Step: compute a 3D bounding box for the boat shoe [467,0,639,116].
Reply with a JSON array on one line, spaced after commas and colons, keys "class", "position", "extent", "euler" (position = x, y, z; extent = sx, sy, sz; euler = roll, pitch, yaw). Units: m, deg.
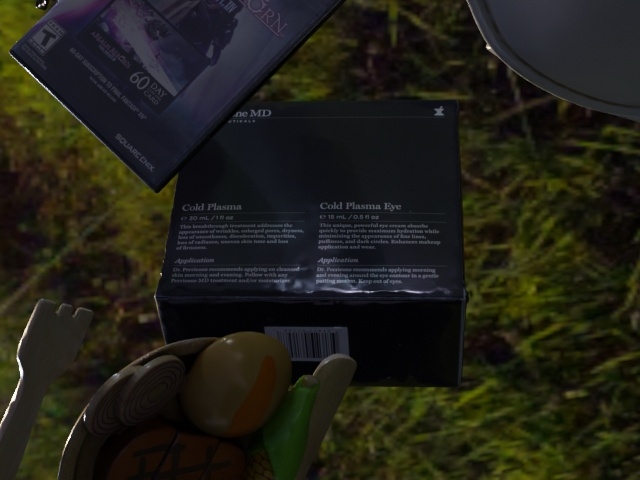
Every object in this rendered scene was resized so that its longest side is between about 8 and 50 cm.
[{"class": "boat shoe", "position": [0.076, -0.148, 0.542], "extent": [0.095, 0.254, 0.079], "euler": [-42, 28, 36]}]

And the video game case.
[{"class": "video game case", "position": [-0.130, -0.209, 1.181], "extent": [0.196, 0.274, 0.026], "euler": [43, 176, 7]}]

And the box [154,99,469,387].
[{"class": "box", "position": [0.000, 0.000, 1.491], "extent": [0.179, 0.343, 0.312], "euler": [85, -173, -50]}]

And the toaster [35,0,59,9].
[{"class": "toaster", "position": [-0.264, -0.346, 1.480], "extent": [0.227, 0.129, 0.146], "euler": [9, 84, 56]}]

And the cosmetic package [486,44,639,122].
[{"class": "cosmetic package", "position": [0.258, -0.199, 0.998], "extent": [0.184, 0.151, 0.151], "euler": [-64, 18, 6]}]

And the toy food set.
[{"class": "toy food set", "position": [-0.062, 0.101, 0.587], "extent": [0.038, 0.192, 0.132], "euler": [33, 104, 47]}]
